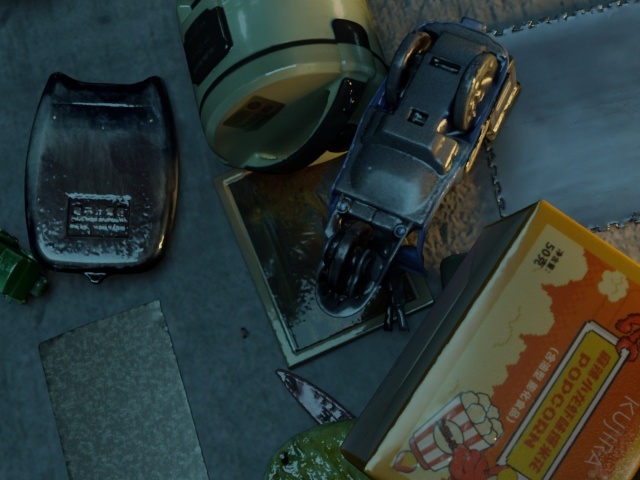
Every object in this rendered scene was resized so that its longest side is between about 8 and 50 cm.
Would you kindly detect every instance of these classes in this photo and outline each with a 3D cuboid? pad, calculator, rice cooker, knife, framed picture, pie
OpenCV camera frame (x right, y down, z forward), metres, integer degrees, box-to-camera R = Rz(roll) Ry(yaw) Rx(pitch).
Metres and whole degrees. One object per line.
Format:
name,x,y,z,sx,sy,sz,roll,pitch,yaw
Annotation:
pad,0.313,-0.140,1.417,0.270,0.012,0.268,-11,74,8
calculator,-0.255,-0.077,1.474,0.177,0.040,0.268,0,73,-6
rice cooker,-0.043,-0.195,1.387,0.226,0.226,0.244,-19,68,6
pad,-0.226,0.199,1.439,0.158,0.003,0.234,-20,73,5
knife,0.040,0.219,1.374,0.247,0.018,0.035,43,90,19
framed picture,0.000,0.000,1.440,0.184,0.016,0.249,-24,72,4
pie,0.026,0.280,1.338,0.187,0.041,0.186,-4,77,19

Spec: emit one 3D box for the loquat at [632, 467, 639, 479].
loquat,0.411,0.281,1.130,0.329,0.328,0.328,-3,75,11

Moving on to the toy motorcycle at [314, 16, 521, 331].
toy motorcycle,0.100,-0.066,1.328,0.125,0.212,0.358,24,76,20

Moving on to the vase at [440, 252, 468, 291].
vase,0.175,0.122,1.343,0.086,0.086,0.214,-4,79,10

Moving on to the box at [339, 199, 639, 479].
box,0.185,0.145,1.174,0.214,0.259,0.283,33,84,-1

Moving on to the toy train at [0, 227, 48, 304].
toy train,-0.399,0.012,1.471,0.178,0.104,0.071,29,87,17
